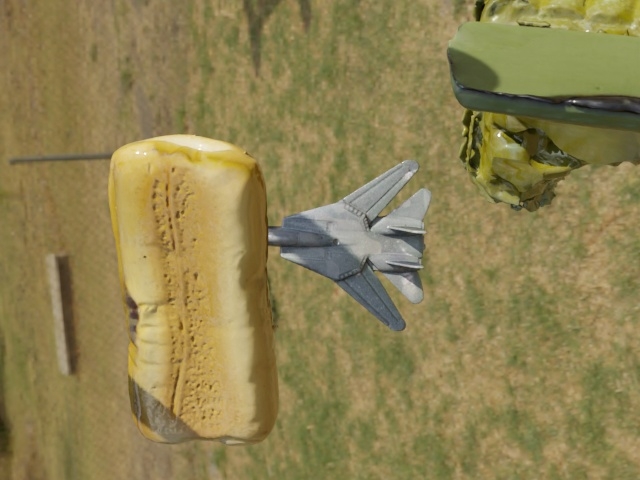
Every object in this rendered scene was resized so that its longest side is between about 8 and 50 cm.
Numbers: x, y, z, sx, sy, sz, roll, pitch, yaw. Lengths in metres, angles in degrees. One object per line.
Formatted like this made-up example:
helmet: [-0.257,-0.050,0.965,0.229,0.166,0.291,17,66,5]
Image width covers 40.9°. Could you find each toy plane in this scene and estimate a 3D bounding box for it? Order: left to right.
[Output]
toy plane: [0.001,-0.001,1.068,0.088,0.267,0.212,-39,-47,-84]

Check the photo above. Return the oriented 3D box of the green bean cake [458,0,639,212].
green bean cake: [0.315,-0.153,0.984,0.309,0.202,0.285,14,131,22]

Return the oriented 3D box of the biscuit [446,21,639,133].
biscuit: [0.254,-0.112,0.640,0.038,0.322,0.099,90,-172,-50]

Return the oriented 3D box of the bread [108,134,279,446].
bread: [-0.109,0.050,0.774,0.091,0.141,0.305,-91,1,-66]
